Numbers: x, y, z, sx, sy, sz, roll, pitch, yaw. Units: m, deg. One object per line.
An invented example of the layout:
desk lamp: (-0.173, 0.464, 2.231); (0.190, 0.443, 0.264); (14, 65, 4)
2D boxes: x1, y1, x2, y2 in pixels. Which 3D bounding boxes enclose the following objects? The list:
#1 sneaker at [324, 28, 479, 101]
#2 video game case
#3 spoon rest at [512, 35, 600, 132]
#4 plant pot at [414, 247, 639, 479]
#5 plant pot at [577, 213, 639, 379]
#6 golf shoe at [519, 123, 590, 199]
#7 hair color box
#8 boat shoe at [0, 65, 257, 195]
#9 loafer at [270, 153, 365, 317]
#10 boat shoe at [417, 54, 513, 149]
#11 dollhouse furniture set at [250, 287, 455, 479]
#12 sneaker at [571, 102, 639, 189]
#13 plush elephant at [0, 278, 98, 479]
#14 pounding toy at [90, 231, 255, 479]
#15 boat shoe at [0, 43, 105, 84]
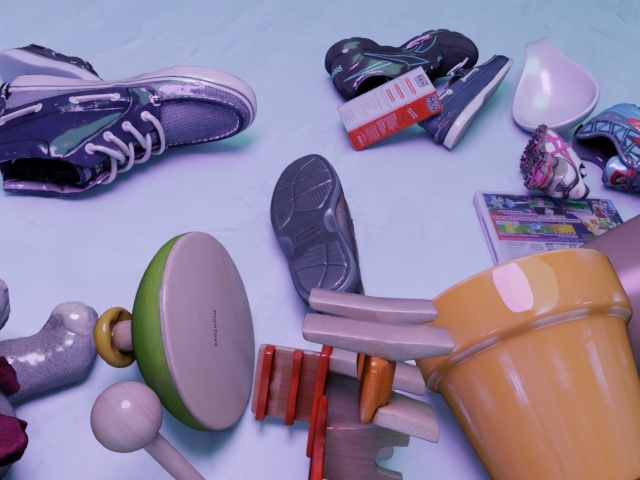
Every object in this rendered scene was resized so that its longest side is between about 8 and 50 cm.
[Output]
sneaker: (0.143, -0.279, 1.125); (0.267, 0.101, 0.106); (-9, 59, -10)
video game case: (0.319, 0.003, 0.891); (0.201, 0.023, 0.183); (2, 43, -6)
spoon rest: (0.384, -0.269, 1.135); (0.137, 0.084, 0.276); (-19, 34, 21)
plant pot: (0.203, 0.139, 0.612); (0.205, 0.205, 0.188); (-7, 60, -17)
plant pot: (0.403, 0.048, 0.717); (0.229, 0.263, 0.263); (-12, 44, 1)
golf shoe: (0.339, -0.109, 0.977); (0.086, 0.067, 0.186); (24, 33, -1)
hair color box: (0.102, -0.197, 1.004); (0.141, 0.043, 0.072); (-25, 46, 9)
boat shoe: (-0.252, -0.131, 0.874); (0.340, 0.127, 0.158); (-4, 50, -3)
loafer: (0.000, 0.000, 0.812); (0.096, 0.084, 0.267); (-23, 40, 10)
boat shoe: (0.234, -0.239, 1.087); (0.079, 0.095, 0.254); (34, 56, 9)
dollhouse furniture set: (-0.001, 0.163, 0.516); (0.135, 0.262, 0.259); (8, 9, 1)
sneaker: (0.476, -0.097, 0.989); (0.125, 0.104, 0.262); (-24, 44, -13)
plush elephant: (-0.318, 0.102, 0.497); (0.330, 0.255, 0.272); (-4, 44, -14)
pounding toy: (-0.148, 0.109, 0.613); (0.110, 0.183, 0.237); (-11, 44, 16)
boat shoe: (-0.372, -0.239, 0.994); (0.228, 0.080, 0.076); (20, 45, 22)
